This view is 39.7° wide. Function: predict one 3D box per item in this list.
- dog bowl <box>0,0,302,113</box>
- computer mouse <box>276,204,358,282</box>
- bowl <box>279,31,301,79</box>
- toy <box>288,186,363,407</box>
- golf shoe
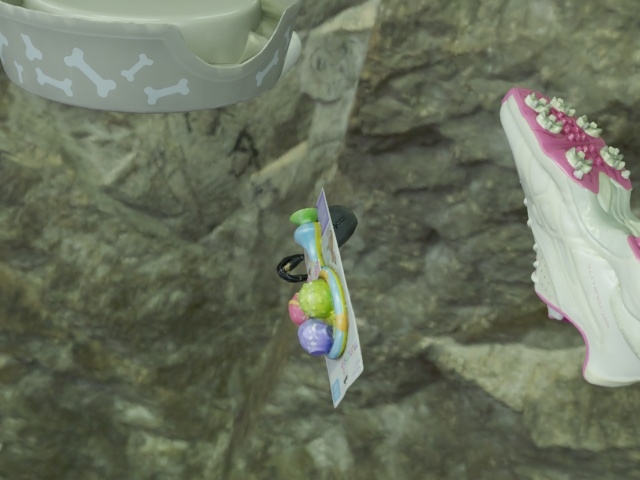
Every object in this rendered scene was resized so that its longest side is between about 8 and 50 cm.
[{"bbox_3d":[-0.193,-0.239,0.975,0.348,0.349,0.102,12,-61,14],"label":"dog bowl"},{"bbox_3d":[0.000,0.000,1.473,0.071,0.242,0.041,42,-52,0],"label":"computer mouse"},{"bbox_3d":[-0.107,-0.302,1.339,0.142,0.142,0.053,41,-27,2],"label":"bowl"},{"bbox_3d":[-0.008,0.071,1.075,0.056,0.237,0.137,-1,-28,-14],"label":"toy"},{"bbox_3d":[0.228,-0.007,0.807,0.115,0.306,0.140,4,-41,-37],"label":"golf shoe"}]
